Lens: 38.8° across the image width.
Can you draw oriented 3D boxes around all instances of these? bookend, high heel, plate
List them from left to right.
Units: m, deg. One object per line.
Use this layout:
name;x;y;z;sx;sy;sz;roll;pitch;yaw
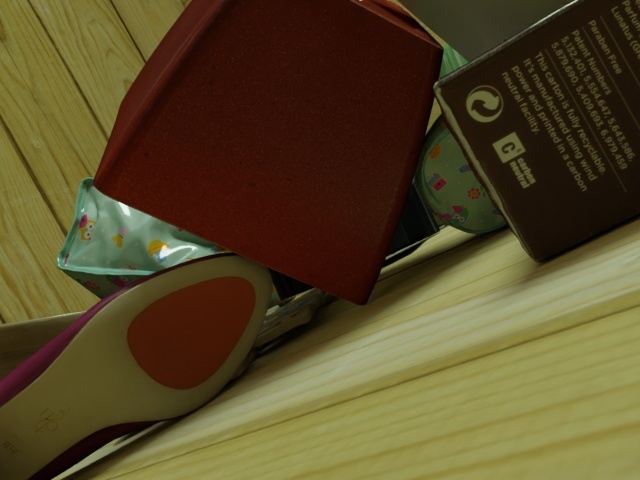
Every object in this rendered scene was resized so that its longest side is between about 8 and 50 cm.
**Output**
high heel;-0.217;0.126;0.807;0.377;0.127;0.181;-34;14;-21
bookend;0.035;-0.003;1.066;0.156;0.072;0.157;-26;-5;27
plate;0.225;-0.214;0.835;0.278;0.045;0.277;7;-14;43

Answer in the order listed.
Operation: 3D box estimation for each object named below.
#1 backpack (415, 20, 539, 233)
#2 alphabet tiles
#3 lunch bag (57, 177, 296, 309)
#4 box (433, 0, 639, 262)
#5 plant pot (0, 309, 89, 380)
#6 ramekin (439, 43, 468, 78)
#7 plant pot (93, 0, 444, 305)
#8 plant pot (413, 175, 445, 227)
backpack;0.169;-0.090;0.824;0.182;0.152;0.115;-35;4;19
alphabet tiles;-0.119;0.132;0.964;0.278;0.021;0.284;-30;2;8
lunch bag;-0.174;0.030;1.206;0.262;0.160;0.223;5;-21;16
box;0.281;-0.143;0.576;0.381;0.143;0.191;-30;1;24
plant pot;-0.303;0.140;1.059;0.237;0.109;0.237;-8;-3;0
ramekin;0.311;-0.239;1.252;0.303;0.148;0.303;-21;-12;-5
plant pot;-0.032;-0.139;0.866;0.235;0.267;0.267;-60;17;20
plant pot;0.139;-0.066;1.168;0.109;0.096;0.109;-27;3;29
